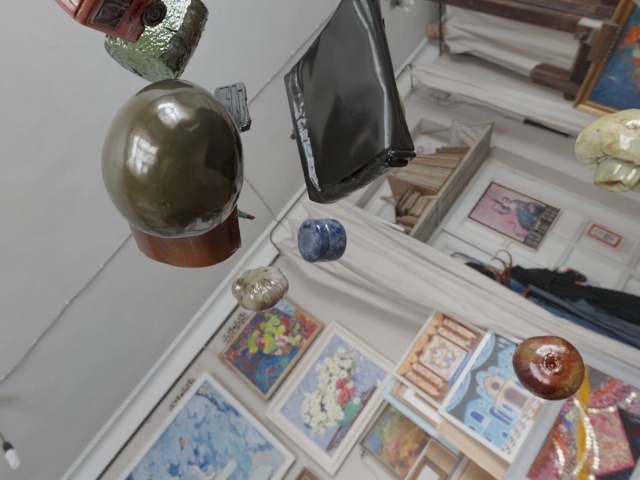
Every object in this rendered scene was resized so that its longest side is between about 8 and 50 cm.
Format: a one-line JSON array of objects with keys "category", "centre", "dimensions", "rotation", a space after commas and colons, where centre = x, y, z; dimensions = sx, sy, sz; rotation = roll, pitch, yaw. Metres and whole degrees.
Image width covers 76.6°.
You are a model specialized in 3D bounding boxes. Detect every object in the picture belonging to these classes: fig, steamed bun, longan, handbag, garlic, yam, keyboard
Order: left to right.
[{"category": "yam", "centre": [-0.464, -0.606, 1.190], "dimensions": [0.201, 0.203, 0.270], "rotation": [149, 143, -77]}, {"category": "longan", "centre": [-0.232, -0.127, 0.646], "dimensions": [0.248, 0.248, 0.248], "rotation": [-41, -31, -31]}, {"category": "steamed bun", "centre": [-0.358, -0.093, 1.017], "dimensions": [0.249, 0.379, 0.234], "rotation": [-13, -56, -20]}, {"category": "keyboard", "centre": [-0.272, -0.408, 1.240], "dimensions": [0.107, 0.262, 0.016], "rotation": [-14, -40, 0]}, {"category": "garlic", "centre": [-0.163, 0.136, 1.120], "dimensions": [0.147, 0.159, 0.101], "rotation": [-75, -27, -49]}, {"category": "handbag", "centre": [0.040, -0.193, 0.594], "dimensions": [0.080, 0.246, 0.223], "rotation": [-9, -6, -32]}, {"category": "fig", "centre": [0.683, 0.380, 1.227], "dimensions": [0.205, 0.205, 0.205], "rotation": [-41, -31, -31]}]

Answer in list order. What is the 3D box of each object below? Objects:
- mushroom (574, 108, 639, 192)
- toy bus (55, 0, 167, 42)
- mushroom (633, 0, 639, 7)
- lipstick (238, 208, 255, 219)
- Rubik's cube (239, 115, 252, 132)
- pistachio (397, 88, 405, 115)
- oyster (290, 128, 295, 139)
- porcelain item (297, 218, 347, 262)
[{"category": "mushroom", "centre": [0.454, -0.127, 0.593], "dimensions": [0.148, 0.148, 0.112], "rotation": [24, -90, -64]}, {"category": "toy bus", "centre": [-0.418, -0.676, 0.884], "dimensions": [0.427, 0.203, 0.233], "rotation": [-42, 0, 23]}, {"category": "mushroom", "centre": [0.899, -0.564, 0.963], "dimensions": [0.138, 0.407, 0.154], "rotation": [-20, -27, -15]}, {"category": "lipstick", "centre": [-0.279, -0.092, 1.382], "dimensions": [0.129, 0.030, 0.030], "rotation": [17, -89, -36]}, {"category": "Rubik's cube", "centre": [-0.336, -0.486, 1.653], "dimensions": [0.093, 0.111, 0.111], "rotation": [5, -63, -32]}, {"category": "pistachio", "centre": [0.125, -0.358, 1.143], "dimensions": [0.331, 0.226, 0.207], "rotation": [76, -145, -55]}, {"category": "oyster", "centre": [-0.020, -0.495, 1.453], "dimensions": [0.345, 0.078, 0.129], "rotation": [-45, -3, 39]}, {"category": "porcelain item", "centre": [0.000, 0.000, 1.325], "dimensions": [0.114, 0.147, 0.147], "rotation": [-1, -58, -35]}]
